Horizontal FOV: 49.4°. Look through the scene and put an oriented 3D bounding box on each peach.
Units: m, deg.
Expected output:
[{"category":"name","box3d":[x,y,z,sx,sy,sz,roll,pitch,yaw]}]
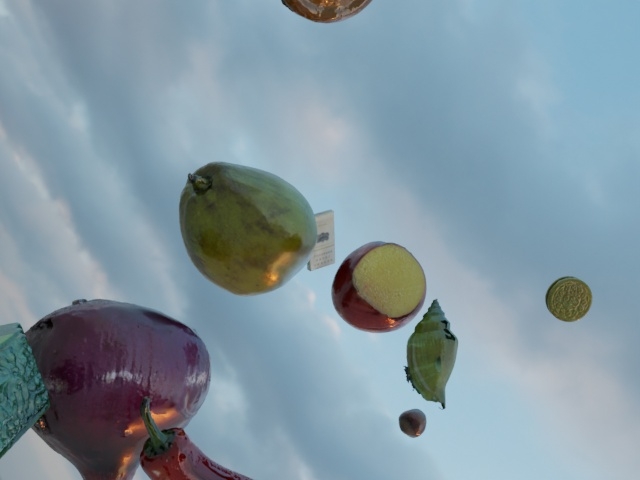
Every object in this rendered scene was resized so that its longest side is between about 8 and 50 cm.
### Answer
[{"category":"peach","box3d":[0.116,0.091,1.376,0.190,0.190,0.192,60,5,7]}]

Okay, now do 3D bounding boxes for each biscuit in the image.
[{"category":"biscuit","box3d":[0.448,0.106,1.255,0.023,0.084,0.083,-121,-168,-78]},{"category":"biscuit","box3d":[0.024,-0.552,1.353,0.037,0.262,0.261,-129,-151,-53]}]

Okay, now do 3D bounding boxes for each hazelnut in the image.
[{"category":"hazelnut","box3d":[0.249,0.488,1.868,0.086,0.086,0.086,37,-40,39]}]

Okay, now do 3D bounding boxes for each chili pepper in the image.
[{"category":"chili pepper","box3d":[-0.142,0.363,1.061,0.369,0.137,0.092,32,8,-21]}]

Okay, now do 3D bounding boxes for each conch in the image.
[{"category":"conch","box3d":[0.207,0.206,1.297,0.095,0.200,0.079,16,-33,6]}]

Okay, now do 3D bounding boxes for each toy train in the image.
[{"category":"toy train","box3d":[-0.497,0.213,0.881,0.299,0.238,0.166,-76,153,-74]}]

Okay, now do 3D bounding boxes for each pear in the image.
[{"category":"pear","box3d":[-0.172,-0.034,1.533,0.287,0.287,0.375,26,-14,47]}]

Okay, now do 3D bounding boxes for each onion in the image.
[{"category":"onion","box3d":[-0.366,0.295,1.223,0.348,0.348,0.384,-24,-115,60]}]

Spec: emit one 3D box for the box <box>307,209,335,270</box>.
[{"category":"box","box3d":[0.000,0.000,1.998,0.024,0.090,0.166,29,-52,50]}]
